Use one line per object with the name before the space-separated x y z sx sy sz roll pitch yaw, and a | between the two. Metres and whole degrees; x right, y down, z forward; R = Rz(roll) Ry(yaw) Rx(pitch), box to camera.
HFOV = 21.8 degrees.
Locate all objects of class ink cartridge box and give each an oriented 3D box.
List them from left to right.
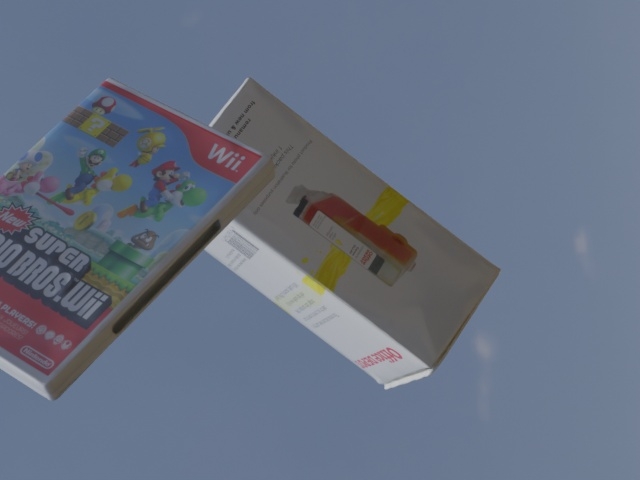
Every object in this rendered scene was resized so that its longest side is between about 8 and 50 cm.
ink cartridge box | 0.000 0.000 2.058 0.160 0.384 0.279 -53 3 -13

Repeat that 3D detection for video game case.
video game case | -0.203 -0.011 1.423 0.285 0.204 0.025 -47 -34 -25
